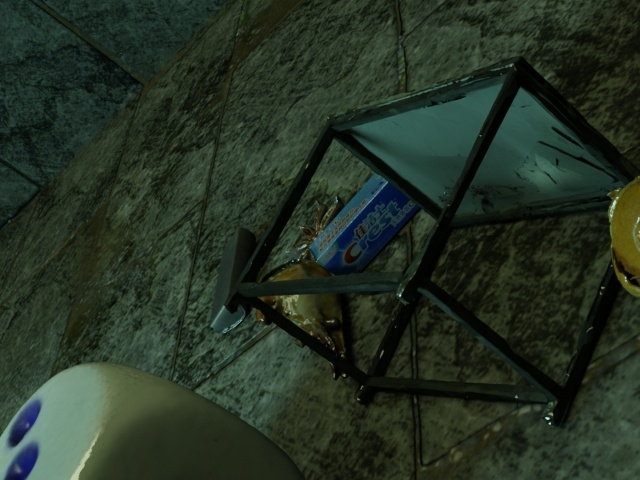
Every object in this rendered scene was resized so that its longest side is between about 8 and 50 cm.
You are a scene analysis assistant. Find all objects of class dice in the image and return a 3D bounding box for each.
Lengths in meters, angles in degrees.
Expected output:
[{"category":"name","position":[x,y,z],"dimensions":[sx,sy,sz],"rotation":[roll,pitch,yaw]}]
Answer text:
[{"category":"dice","position":[-0.201,0.322,1.164],"dimensions":[0.304,0.304,0.277],"rotation":[-19,41,52]}]

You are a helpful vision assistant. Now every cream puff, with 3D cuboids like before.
[{"category":"cream puff","position":[0.309,-0.003,0.939],"dimensions":[0.133,0.104,0.119],"rotation":[-160,73,-72]}]

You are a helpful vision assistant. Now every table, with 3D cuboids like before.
[{"category":"table","position":[0.115,0.011,1.126],"dimensions":[0.335,0.222,0.272],"rotation":[-9,48,58]}]

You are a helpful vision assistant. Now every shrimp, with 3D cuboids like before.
[{"category":"shrimp","position":[-0.019,0.119,1.403],"dimensions":[0.117,0.066,0.262],"rotation":[-31,34,11]}]

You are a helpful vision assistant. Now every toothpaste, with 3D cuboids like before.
[{"category":"toothpaste","position":[0.099,-0.062,1.437],"dimensions":[0.272,0.066,0.053],"rotation":[-48,25,12]}]

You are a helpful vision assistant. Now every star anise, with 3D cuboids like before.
[{"category":"star anise","position":[0.000,0.000,1.556],"dimensions":[0.141,0.042,0.141],"rotation":[-38,36,34]}]

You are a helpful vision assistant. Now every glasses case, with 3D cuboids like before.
[{"category":"glasses case","position":[-0.140,0.063,1.726],"dimensions":[0.072,0.042,0.190],"rotation":[-46,24,32]}]
